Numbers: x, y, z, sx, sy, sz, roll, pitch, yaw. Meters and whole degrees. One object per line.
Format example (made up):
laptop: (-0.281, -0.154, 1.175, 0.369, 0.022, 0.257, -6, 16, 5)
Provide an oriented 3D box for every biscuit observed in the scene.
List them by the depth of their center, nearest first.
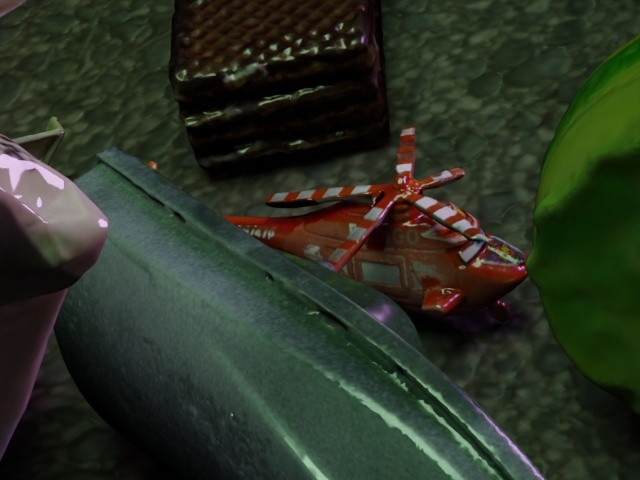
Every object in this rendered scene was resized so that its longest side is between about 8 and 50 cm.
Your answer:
biscuit: (-0.022, -0.188, 1.100, 0.107, 0.073, 0.388, -10, 41, 7)

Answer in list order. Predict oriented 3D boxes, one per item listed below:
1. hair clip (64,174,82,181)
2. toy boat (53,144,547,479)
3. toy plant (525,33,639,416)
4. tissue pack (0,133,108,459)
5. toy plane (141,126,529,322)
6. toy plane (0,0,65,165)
hair clip: (-0.151, 0.007, 0.963, 0.054, 0.022, 0.137, 5, 45, 25)
toy boat: (0.002, 0.071, 0.739, 0.092, 0.141, 0.319, -31, 41, -26)
toy plant: (0.222, -0.061, 0.802, 0.224, 0.184, 0.316, -13, 26, 34)
tissue pack: (-0.271, 0.079, 0.702, 0.390, 0.195, 0.375, -25, 1, -11)
toy plane: (-0.002, 0.005, 0.862, 0.194, 0.077, 0.126, -7, 34, 7)
toy plane: (-0.246, -0.036, 0.925, 0.104, 0.242, 0.256, 36, 105, 44)
